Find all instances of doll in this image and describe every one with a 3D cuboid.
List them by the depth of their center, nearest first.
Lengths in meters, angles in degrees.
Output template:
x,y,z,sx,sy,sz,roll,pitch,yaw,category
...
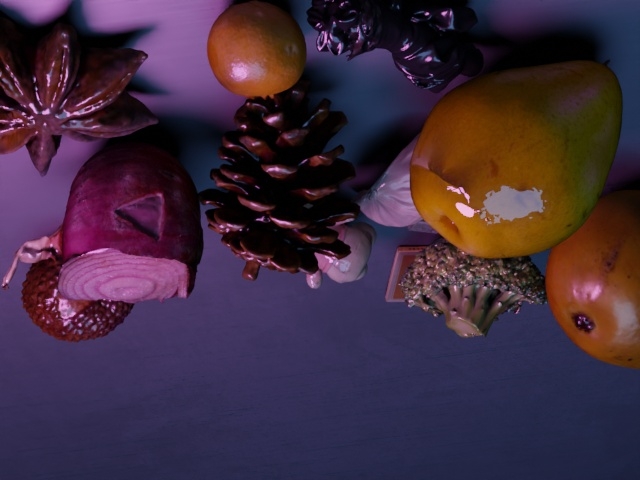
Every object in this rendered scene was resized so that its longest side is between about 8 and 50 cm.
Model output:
x,y,z,sx,sy,sz,roll,pitch,yaw,category
-0.027,-0.012,2.020,0.275,0.113,0.155,24,112,-18,doll

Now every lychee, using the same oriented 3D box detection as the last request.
x,y,z,sx,sy,sz,roll,pitch,yaw,category
-0.406,0.086,2.102,0.188,0.188,0.188,-3,145,-2,lychee

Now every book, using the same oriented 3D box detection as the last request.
x,y,z,sx,sy,sz,roll,pitch,yaw,category
0.247,0.062,2.281,0.242,0.018,0.170,-1,145,-6,book

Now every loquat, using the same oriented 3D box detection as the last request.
x,y,z,sx,sy,sz,roll,pitch,yaw,category
-0.087,-0.254,1.681,0.141,0.141,0.141,-3,145,-2,loquat

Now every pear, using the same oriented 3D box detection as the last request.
x,y,z,sx,sy,sz,roll,pitch,yaw,category
0.282,-0.131,1.797,0.285,0.336,0.285,22,146,16,pear

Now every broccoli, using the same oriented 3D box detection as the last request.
x,y,z,sx,sy,sz,roll,pitch,yaw,category
0.264,0.077,2.143,0.176,0.226,0.198,-46,163,-17,broccoli

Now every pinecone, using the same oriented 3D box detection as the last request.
x,y,z,sx,sy,sz,roll,pitch,yaw,category
-0.052,-0.085,1.834,0.244,0.244,0.309,7,114,-17,pinecone

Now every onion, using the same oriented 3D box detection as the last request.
x,y,z,sx,sy,sz,roll,pitch,yaw,category
-0.286,-0.035,1.874,0.272,0.230,0.256,19,148,-31,onion

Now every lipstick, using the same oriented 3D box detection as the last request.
x,y,z,sx,sy,sz,roll,pitch,yaw,category
0.209,-0.030,2.133,0.129,0.030,0.030,5,145,-24,lipstick

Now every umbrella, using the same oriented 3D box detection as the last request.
x,y,z,sx,sy,sz,roll,pitch,yaw,category
0.113,-0.279,1.699,0.272,0.122,0.110,14,-175,-32,umbrella

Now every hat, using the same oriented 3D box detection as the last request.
x,y,z,sx,sy,sz,roll,pitch,yaw,category
0.181,-0.065,1.989,0.226,0.164,0.219,31,137,-12,hat

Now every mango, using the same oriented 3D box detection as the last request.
x,y,z,sx,sy,sz,roll,pitch,yaw,category
0.569,0.065,2.110,0.446,0.300,0.232,-1,179,-36,mango

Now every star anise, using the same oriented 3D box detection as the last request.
x,y,z,sx,sy,sz,roll,pitch,yaw,category
-0.374,-0.197,1.751,0.315,0.108,0.315,-6,146,-4,star anise

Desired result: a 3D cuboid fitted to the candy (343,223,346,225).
x,y,z,sx,sy,sz,roll,pitch,yaw,category
0.000,0.000,2.137,0.103,0.043,0.103,-4,145,-3,candy
